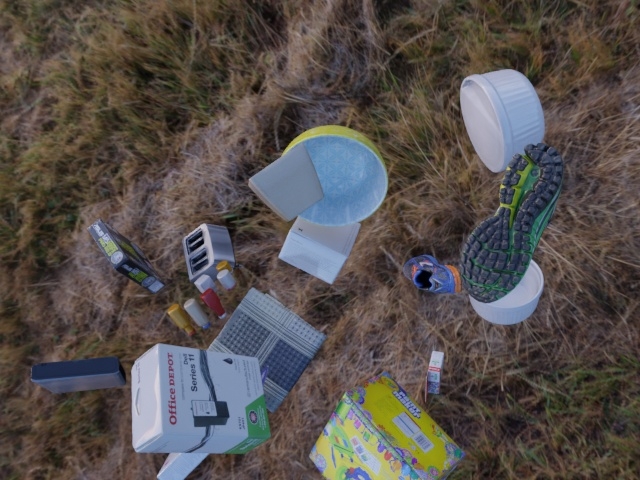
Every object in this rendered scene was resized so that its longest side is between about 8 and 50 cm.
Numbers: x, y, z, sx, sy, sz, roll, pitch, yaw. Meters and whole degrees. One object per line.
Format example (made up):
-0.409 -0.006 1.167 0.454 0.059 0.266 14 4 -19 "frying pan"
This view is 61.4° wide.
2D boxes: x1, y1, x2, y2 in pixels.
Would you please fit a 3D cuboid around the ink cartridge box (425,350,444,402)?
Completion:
0.262 0.313 1.237 0.029 0.115 0.063 5 115 17 "ink cartridge box"

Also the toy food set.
-0.324 0.175 1.600 0.111 0.232 0.105 7 135 48 "toy food set"

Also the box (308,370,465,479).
0.160 0.558 1.399 0.290 0.177 0.279 44 126 29 "box"

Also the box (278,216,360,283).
0.000 0.000 1.584 0.181 0.181 0.119 27 129 0 "box"

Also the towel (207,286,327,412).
-0.192 0.359 1.810 0.324 0.056 0.312 32 79 16 "towel"

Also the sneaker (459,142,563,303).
0.413 -0.021 1.119 0.134 0.146 0.344 34 104 33 "sneaker"

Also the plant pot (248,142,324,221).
-0.053 -0.092 0.937 0.109 0.109 0.096 -35 94 -7 "plant pot"

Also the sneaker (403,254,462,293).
0.270 0.087 1.394 0.087 0.221 0.083 -6 97 -20 "sneaker"

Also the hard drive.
-0.300 0.172 0.683 0.094 0.135 0.022 -3 70 -17 "hard drive"

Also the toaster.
-0.381 0.046 1.857 0.185 0.110 0.168 -31 64 31 "toaster"

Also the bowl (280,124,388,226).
0.032 -0.193 1.411 0.289 0.156 0.290 3 133 3 "bowl"

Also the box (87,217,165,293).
-0.691 0.061 1.935 0.060 0.270 0.216 -40 63 -6 "box"

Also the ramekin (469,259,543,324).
0.515 0.139 1.519 0.207 0.207 0.109 -2 136 15 "ramekin"

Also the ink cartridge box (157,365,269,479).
-0.301 0.513 1.573 0.071 0.324 0.330 43 95 -4 "ink cartridge box"

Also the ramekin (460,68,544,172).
0.488 -0.329 1.445 0.127 0.273 0.273 -21 88 2 "ramekin"

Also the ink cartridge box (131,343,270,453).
-0.199 0.268 0.902 0.087 0.208 0.153 -39 50 32 "ink cartridge box"
